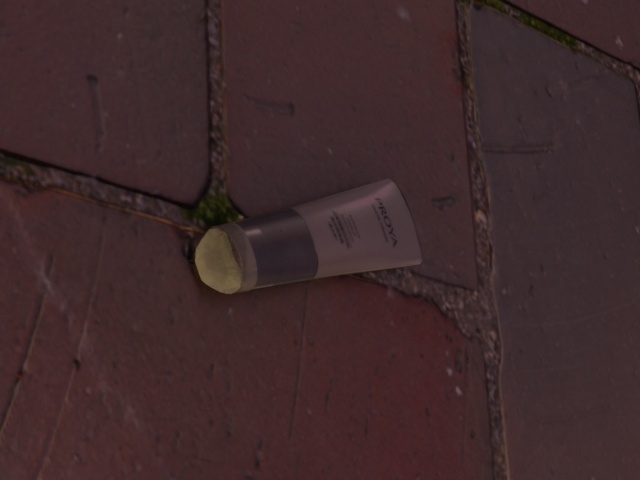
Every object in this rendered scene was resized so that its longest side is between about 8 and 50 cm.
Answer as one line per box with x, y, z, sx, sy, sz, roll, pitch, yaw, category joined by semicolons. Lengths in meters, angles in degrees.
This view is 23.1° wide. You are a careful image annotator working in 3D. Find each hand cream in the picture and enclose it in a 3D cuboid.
0.000;0.000;1.260;0.255;0.048;0.079;-13;83;-51;hand cream
